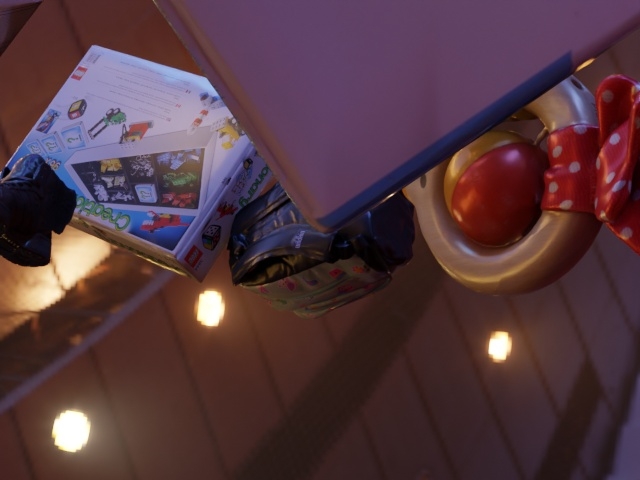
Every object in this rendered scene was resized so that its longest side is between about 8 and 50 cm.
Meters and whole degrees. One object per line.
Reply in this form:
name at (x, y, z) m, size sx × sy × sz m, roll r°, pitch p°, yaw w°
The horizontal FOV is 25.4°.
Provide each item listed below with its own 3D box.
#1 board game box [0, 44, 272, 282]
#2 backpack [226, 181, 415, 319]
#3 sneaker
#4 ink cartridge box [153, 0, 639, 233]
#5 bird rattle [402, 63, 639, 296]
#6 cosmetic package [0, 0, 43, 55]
board game box at (-0.184, -0.089, 1.471) m, size 0.193 × 0.305 × 0.053 m, roll -57°, pitch -41°, yaw -14°
backpack at (0.000, 0.000, 1.333) m, size 0.115 × 0.182 × 0.152 m, roll 38°, pitch -140°, yaw -34°
sneaker at (-0.255, -0.037, 1.180) m, size 0.170 × 0.051 × 0.089 m, roll 53°, pitch -140°, yaw -61°
ink cartridge box at (0.035, -0.142, 0.596) m, size 0.197 × 0.198 × 0.270 m, roll 56°, pitch -175°, yaw -1°
bird rattle at (0.152, -0.054, 0.975) m, size 0.143 × 0.253 × 0.207 m, roll 0°, pitch -49°, yaw -46°
cosmetic package at (-0.277, -0.188, 0.822) m, size 0.239 × 0.099 × 0.060 m, roll 47°, pitch -155°, yaw 3°
